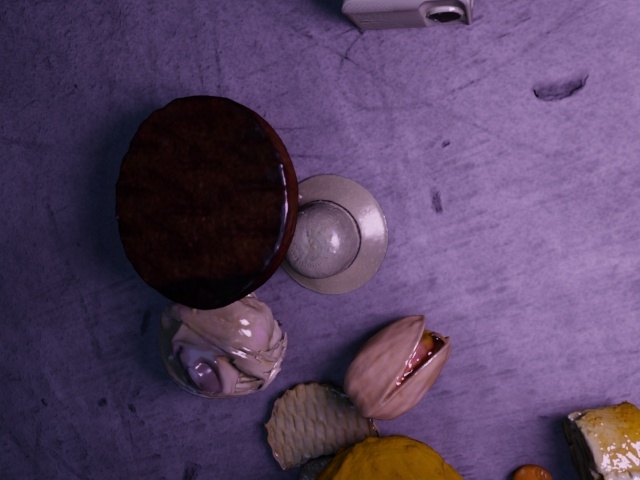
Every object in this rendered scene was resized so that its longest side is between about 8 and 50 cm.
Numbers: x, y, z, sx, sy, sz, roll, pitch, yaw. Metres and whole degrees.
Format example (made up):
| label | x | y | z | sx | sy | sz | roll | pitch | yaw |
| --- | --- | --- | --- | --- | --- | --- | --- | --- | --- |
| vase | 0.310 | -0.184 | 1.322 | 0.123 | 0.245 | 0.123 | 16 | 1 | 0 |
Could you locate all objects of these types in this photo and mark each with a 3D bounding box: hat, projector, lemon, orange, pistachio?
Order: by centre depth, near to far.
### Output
| label | x | y | z | sx | sy | sz | roll | pitch | yaw |
| --- | --- | --- | --- | --- | --- | --- | --- | --- | --- |
| projector | 0.162 | -0.453 | 0.715 | 0.242 | 0.163 | 0.178 | 5 | 103 | 19 |
| lemon | 0.121 | 0.528 | 0.856 | 0.316 | 0.285 | 0.285 | -39 | 88 | 30 |
| pistachio | 0.149 | 0.248 | 0.860 | 0.157 | 0.157 | 0.229 | 43 | 97 | 5 |
| hat | 0.000 | 0.000 | 0.869 | 0.257 | 0.130 | 0.257 | 3 | 100 | 17 |
| orange | 0.420 | 0.491 | 0.869 | 0.086 | 0.062 | 0.086 | 4 | 101 | 20 |

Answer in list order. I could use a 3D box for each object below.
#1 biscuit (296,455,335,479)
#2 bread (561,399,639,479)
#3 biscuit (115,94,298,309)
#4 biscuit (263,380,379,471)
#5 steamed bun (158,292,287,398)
| label | x | y | z | sx | sy | sz | roll | pitch | yaw |
| --- | --- | --- | --- | --- | --- | --- | --- | --- | --- |
| biscuit | 0.042 | 0.603 | 1.022 | 0.219 | 0.033 | 0.220 | 2 | 98 | 17 |
| bread | 0.519 | 0.419 | 0.761 | 0.124 | 0.186 | 0.257 | -15 | 104 | 15 |
| biscuit | -0.224 | -0.072 | 0.856 | 0.407 | 0.091 | 0.408 | 2 | 95 | 23 |
| biscuit | -0.014 | 0.409 | 1.001 | 0.273 | 0.036 | 0.187 | -25 | 93 | 20 |
| steamed bun | -0.234 | 0.231 | 0.946 | 0.280 | 0.207 | 0.268 | -23 | 93 | 22 |
